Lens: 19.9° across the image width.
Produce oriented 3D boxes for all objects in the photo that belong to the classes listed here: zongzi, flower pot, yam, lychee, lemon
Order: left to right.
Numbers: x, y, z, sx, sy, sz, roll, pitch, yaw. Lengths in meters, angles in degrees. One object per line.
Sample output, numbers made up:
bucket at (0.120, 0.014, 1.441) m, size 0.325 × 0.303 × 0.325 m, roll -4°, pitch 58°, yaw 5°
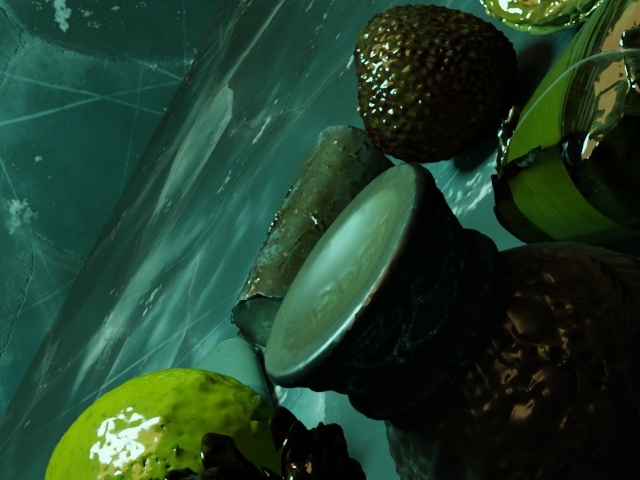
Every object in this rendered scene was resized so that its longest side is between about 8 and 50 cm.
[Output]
lemon at (-0.150, 0.261, 1.891) m, size 0.310 × 0.253 × 0.253 m, roll -41°, pitch 20°, yaw 24°
yam at (0.000, 0.001, 2.193) m, size 0.131 × 0.131 × 0.279 m, roll -32°, pitch 28°, yaw 57°
lychee at (0.125, -0.176, 2.068) m, size 0.194 × 0.194 × 0.194 m, roll -51°, pitch 16°, yaw 21°
flower pot at (0.118, 0.092, 1.354) m, size 0.266 × 0.267 × 0.266 m, roll -52°, pitch 15°, yaw 20°
zongzi at (0.263, -0.152, 1.548) m, size 0.289 × 0.154 × 0.317 m, roll -12°, pitch 59°, yaw 70°

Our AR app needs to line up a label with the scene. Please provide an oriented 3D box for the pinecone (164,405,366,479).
pinecone at (-0.053, 0.291, 1.523) m, size 0.296 × 0.242 × 0.298 m, roll -44°, pitch 24°, yaw 34°

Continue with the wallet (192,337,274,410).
wallet at (-0.164, 0.252, 2.222) m, size 0.252 × 0.083 × 0.360 m, roll -40°, pitch 15°, yaw 3°

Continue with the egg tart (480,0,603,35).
egg tart at (0.285, -0.354, 1.981) m, size 0.297 × 0.132 × 0.297 m, roll -19°, pitch 63°, yaw 43°
